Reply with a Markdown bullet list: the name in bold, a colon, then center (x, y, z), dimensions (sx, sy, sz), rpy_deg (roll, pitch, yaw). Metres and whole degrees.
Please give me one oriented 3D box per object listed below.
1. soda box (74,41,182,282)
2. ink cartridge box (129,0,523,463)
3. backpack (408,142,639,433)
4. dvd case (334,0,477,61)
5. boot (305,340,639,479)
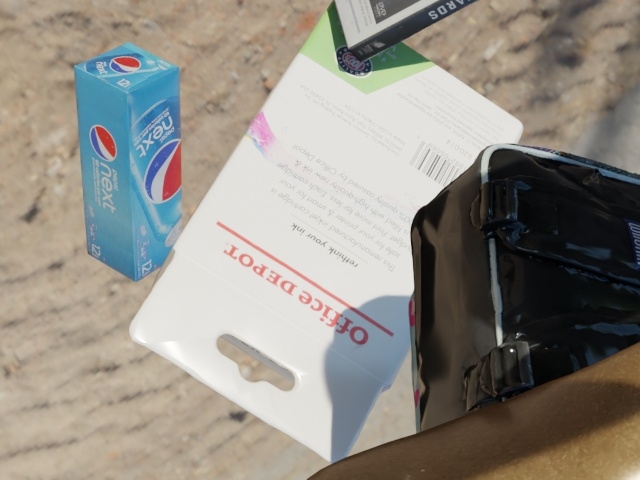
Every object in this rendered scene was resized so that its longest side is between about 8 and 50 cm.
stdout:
- **soda box**: center (-0.175, -0.070, 1.111), dimensions (0.067, 0.071, 0.210), rpy_deg (-35, 141, -40)
- **ink cartridge box**: center (0.000, 0.000, 1.007), dimensions (0.353, 0.207, 0.119), rpy_deg (-59, -175, -26)
- **backpack**: center (0.177, 0.078, 0.695), dimensions (0.253, 0.225, 0.191), rpy_deg (8, 149, -16)
- **dvd case**: center (0.111, -0.271, 0.977), dimensions (0.238, 0.179, 0.029), rpy_deg (-26, 148, 20)
- **boot**: center (0.124, 0.034, 0.363), dimensions (0.305, 0.112, 0.115), rpy_deg (-15, 109, -8)
